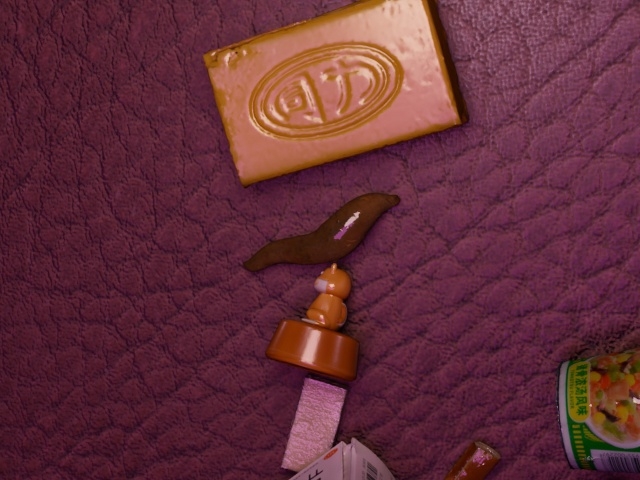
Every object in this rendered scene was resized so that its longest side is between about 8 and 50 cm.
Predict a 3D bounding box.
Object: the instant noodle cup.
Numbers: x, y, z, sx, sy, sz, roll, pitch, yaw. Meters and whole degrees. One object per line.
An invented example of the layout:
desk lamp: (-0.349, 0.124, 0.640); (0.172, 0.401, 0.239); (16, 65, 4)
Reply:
instant noodle cup: (0.432, 0.221, 1.426); (0.233, 0.207, 0.207); (-8, 98, 22)

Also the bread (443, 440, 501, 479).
bread: (0.214, 0.325, 1.573); (0.047, 0.036, 0.083); (34, 108, 3)

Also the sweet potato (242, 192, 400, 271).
sweet potato: (-0.001, 0.003, 1.555); (0.250, 0.059, 0.069); (-27, 61, 20)

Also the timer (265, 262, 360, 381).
timer: (0.005, 0.108, 1.555); (0.132, 0.132, 0.152); (14, 81, 11)

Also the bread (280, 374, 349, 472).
bread: (-0.008, 0.272, 1.623); (0.068, 0.028, 0.153); (16, 103, 10)

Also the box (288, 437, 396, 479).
box: (-0.035, 0.451, 1.572); (0.333, 0.173, 0.145); (-39, 109, 17)

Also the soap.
soap: (0.017, -0.206, 1.491); (0.325, 0.096, 0.204); (-16, 97, 16)
